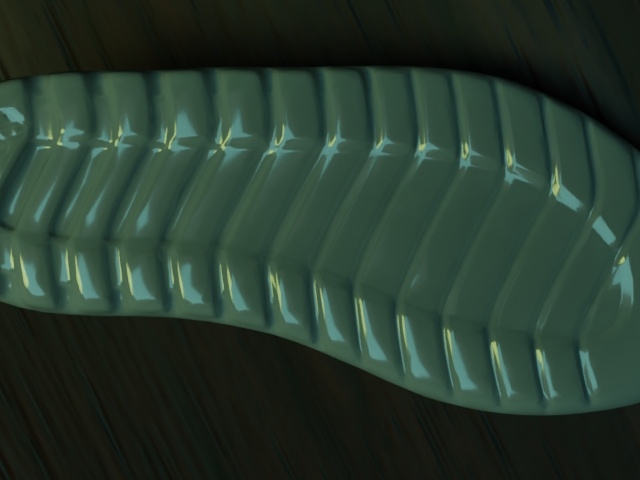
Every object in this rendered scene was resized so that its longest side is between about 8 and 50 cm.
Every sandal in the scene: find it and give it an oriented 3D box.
[{"bbox_3d":[0.004,-0.015,1.039,0.416,0.102,0.169,12,89,-2],"label":"sandal"}]
